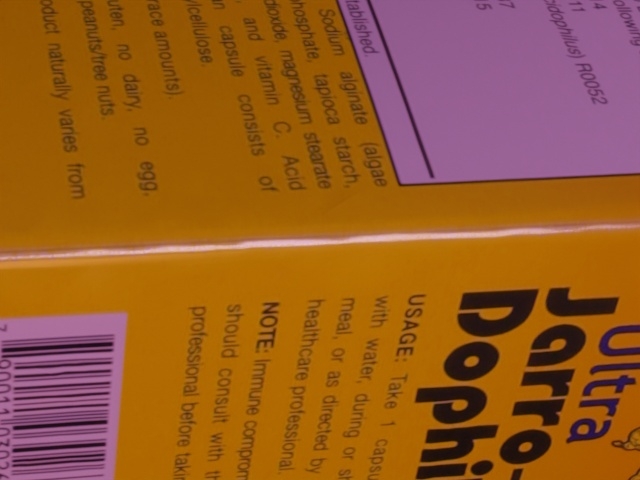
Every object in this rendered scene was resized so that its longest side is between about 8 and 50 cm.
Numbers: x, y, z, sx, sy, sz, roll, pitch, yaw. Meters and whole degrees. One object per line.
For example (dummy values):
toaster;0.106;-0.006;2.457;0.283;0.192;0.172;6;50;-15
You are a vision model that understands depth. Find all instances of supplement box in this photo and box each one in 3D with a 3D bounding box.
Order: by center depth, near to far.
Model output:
supplement box;0.000;0.000;0.655;0.356;0.194;0.195;-3;135;-13
